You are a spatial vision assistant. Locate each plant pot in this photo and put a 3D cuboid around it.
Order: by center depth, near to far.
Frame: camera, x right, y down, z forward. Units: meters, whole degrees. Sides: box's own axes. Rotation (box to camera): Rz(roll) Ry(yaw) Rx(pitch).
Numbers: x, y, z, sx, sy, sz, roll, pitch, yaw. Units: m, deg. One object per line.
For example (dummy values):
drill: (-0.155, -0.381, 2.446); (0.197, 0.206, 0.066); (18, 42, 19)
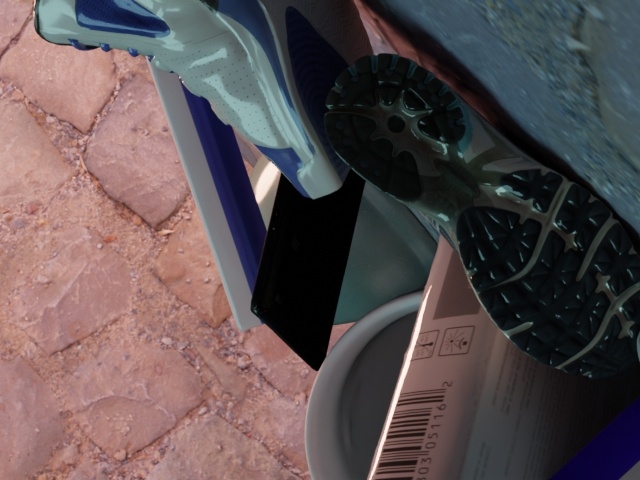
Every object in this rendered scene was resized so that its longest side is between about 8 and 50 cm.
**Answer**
plant pot: (0.000, 0.000, 1.738); (0.293, 0.196, 0.293); (46, 176, 4)

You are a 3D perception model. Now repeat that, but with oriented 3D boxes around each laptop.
laptop: (-0.088, -0.107, 1.372); (0.236, 0.408, 0.382); (11, 168, 11)

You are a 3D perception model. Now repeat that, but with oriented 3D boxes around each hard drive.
hard drive: (-0.112, -0.084, 1.378); (0.210, 0.040, 0.319); (-88, -19, -77)

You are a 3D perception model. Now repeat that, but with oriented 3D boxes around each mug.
mug: (0.189, 0.208, 1.334); (0.374, 0.276, 0.328); (38, -172, 9)

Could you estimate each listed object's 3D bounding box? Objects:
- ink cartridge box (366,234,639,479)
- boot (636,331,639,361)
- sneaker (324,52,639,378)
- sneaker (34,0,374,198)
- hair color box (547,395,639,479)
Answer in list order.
ink cartridge box: (0.192, 0.203, 1.052); (0.091, 0.308, 0.385); (-10, 135, 36)
boot: (0.286, 0.139, 0.775); (0.123, 0.095, 0.258); (40, -178, -43)
sneaker: (0.131, -0.026, 0.931); (0.283, 0.110, 0.122); (48, -166, 7)
sneaker: (-0.101, -0.172, 0.969); (0.182, 0.127, 0.315); (-13, 123, 40)
hair color box: (0.327, 0.264, 0.982); (0.339, 0.110, 0.185); (33, -164, -42)
